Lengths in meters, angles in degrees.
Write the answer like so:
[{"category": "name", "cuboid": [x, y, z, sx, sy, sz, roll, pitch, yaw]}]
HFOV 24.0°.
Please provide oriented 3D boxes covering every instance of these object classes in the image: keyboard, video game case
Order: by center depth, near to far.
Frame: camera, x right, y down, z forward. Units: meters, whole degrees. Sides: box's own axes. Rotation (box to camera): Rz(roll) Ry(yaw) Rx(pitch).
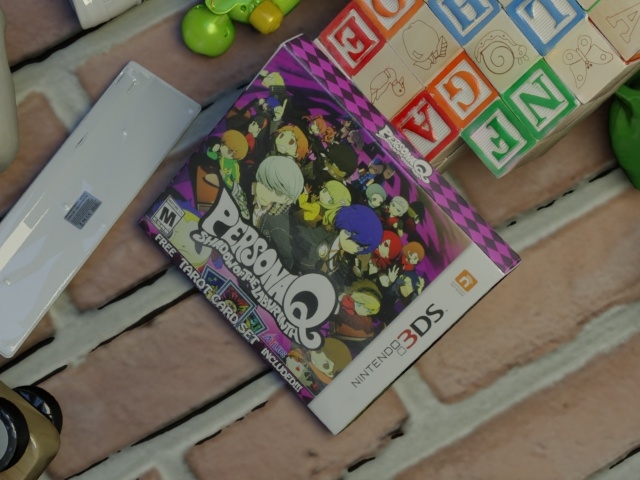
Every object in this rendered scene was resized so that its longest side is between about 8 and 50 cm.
[{"category": "video game case", "cuboid": [0.000, 0.000, 1.124, 0.232, 0.042, 0.210, 47, 123, 6]}, {"category": "keyboard", "cuboid": [-0.195, -0.028, 1.182, 0.072, 0.014, 0.256, 36, 73, -1]}]

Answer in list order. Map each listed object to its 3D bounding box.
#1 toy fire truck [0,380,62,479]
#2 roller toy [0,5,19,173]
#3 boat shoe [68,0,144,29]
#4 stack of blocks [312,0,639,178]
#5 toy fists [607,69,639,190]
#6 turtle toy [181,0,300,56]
[{"category": "toy fire truck", "cuboid": [-0.349, 0.171, 1.110, 0.217, 0.158, 0.246, 38, 94, 5]}, {"category": "roller toy", "cuboid": [-0.329, -0.117, 1.124, 0.209, 0.191, 0.146, -10, 82, 19]}, {"category": "boat shoe", "cuboid": [-0.233, -0.289, 1.206, 0.088, 0.096, 0.267, -34, 91, -10]}, {"category": "stack of blocks", "cuboid": [0.108, -0.131, 1.101, 0.297, 0.087, 0.171, -43, 80, 31]}, {"category": "toy fists", "cuboid": [0.337, -0.145, 1.163, 0.279, 0.142, 0.096, -38, 41, -7]}, {"category": "turtle toy", "cuboid": [-0.060, -0.201, 1.202, 0.130, 0.066, 0.095, -44, 82, -6]}]
